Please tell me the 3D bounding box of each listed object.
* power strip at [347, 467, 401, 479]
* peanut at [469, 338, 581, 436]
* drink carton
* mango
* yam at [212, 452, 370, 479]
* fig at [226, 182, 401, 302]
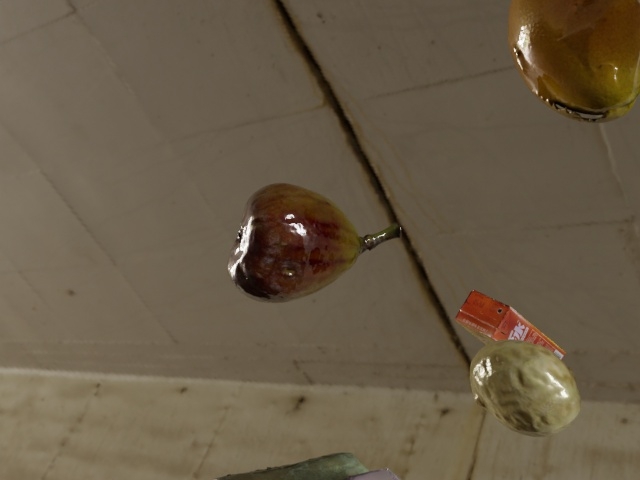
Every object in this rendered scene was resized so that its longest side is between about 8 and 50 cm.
[{"bbox_3d":[0.041,0.192,0.446,0.037,0.109,0.279,-13,-14,0],"label":"power strip"},{"bbox_3d":[0.271,0.200,1.055,0.159,0.109,0.140,-29,-97,60],"label":"peanut"},{"bbox_3d":[0.352,0.178,1.428,0.223,0.071,0.096,36,-6,-39],"label":"drink carton"},{"bbox_3d":[0.323,-0.254,0.969,0.166,0.236,0.136,-29,-31,24],"label":"mango"},{"bbox_3d":[-0.032,0.212,0.607,0.146,0.069,0.069,-4,-26,-22],"label":"yam"},{"bbox_3d":[-0.001,-0.002,1.107,0.145,0.274,0.170,41,-53,48],"label":"fig"}]
